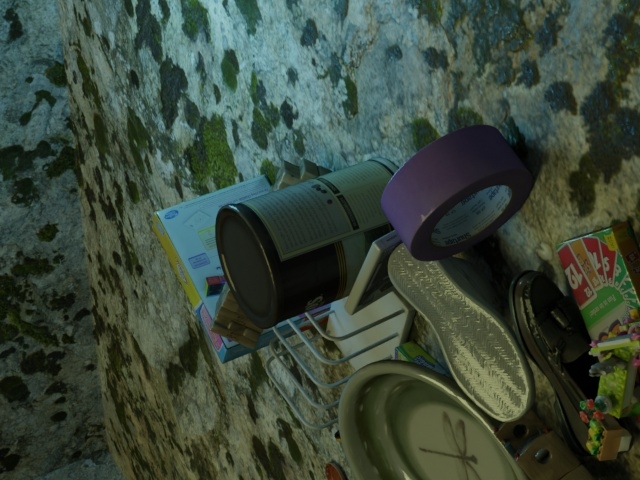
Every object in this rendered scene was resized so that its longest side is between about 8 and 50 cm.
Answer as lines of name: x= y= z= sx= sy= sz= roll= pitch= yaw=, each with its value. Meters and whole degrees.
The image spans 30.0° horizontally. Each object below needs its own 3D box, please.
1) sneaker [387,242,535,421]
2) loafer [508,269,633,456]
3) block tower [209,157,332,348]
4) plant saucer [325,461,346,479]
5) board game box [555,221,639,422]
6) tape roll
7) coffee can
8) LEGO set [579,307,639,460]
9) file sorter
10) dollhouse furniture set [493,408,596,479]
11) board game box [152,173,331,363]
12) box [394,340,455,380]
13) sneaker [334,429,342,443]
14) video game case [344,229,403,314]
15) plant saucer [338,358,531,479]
sneaker: x=0.229 y=0.123 z=1.671 sx=0.108 sy=0.169 sz=0.292 roll=-43 pitch=62 yaw=21
loafer: x=0.333 y=0.157 z=1.549 sx=0.084 sy=0.096 sz=0.267 roll=-8 pitch=109 yaw=58
block tower: x=-0.087 y=0.018 z=2.094 sx=0.097 sy=0.091 sz=0.335 roll=-97 pitch=32 yaw=-72
plant saucer: x=0.036 y=0.504 z=2.509 sx=0.083 sy=0.013 sz=0.083 roll=46 pitch=146 yaw=44
board game box: x=0.380 y=0.112 z=1.478 sx=0.259 sy=0.039 sz=0.124 roll=67 pitch=156 yaw=1
tape roll: x=0.180 y=-0.061 z=1.577 sx=0.080 sy=0.189 sz=0.189 roll=59 pitch=153 yaw=25
coffee can: x=0.000 y=0.000 z=1.892 sx=0.201 sy=0.275 sz=0.201 roll=46 pitch=146 yaw=43
LEGO set: x=0.357 y=0.161 z=1.391 sx=0.132 sy=0.107 sz=0.287 roll=56 pitch=139 yaw=17
file sorter: x=0.023 y=0.166 z=2.084 sx=0.193 sy=0.173 sz=0.277 roll=50 pitch=149 yaw=31
dollhouse furniture set: x=0.263 y=0.340 z=1.623 sx=0.129 sy=0.184 sz=0.129 roll=50 pitch=180 yaw=-9
board game box: x=-0.145 y=0.049 z=2.275 sx=0.316 sy=0.242 sz=0.064 roll=61 pitch=156 yaw=21
box: x=0.187 y=0.257 z=1.977 sx=0.179 sy=0.043 sz=0.105 roll=39 pitch=142 yaw=46
sneaker: x=0.116 y=0.370 z=2.184 sx=0.093 sy=0.088 sz=0.225 roll=53 pitch=158 yaw=-11
video game case: x=0.126 y=0.022 z=1.770 sx=0.022 sy=0.173 sz=0.190 roll=50 pitch=150 yaw=19
plant saucer: x=0.203 y=0.346 z=1.875 sx=0.400 sy=0.100 sz=0.400 roll=28 pitch=134 yaw=34
